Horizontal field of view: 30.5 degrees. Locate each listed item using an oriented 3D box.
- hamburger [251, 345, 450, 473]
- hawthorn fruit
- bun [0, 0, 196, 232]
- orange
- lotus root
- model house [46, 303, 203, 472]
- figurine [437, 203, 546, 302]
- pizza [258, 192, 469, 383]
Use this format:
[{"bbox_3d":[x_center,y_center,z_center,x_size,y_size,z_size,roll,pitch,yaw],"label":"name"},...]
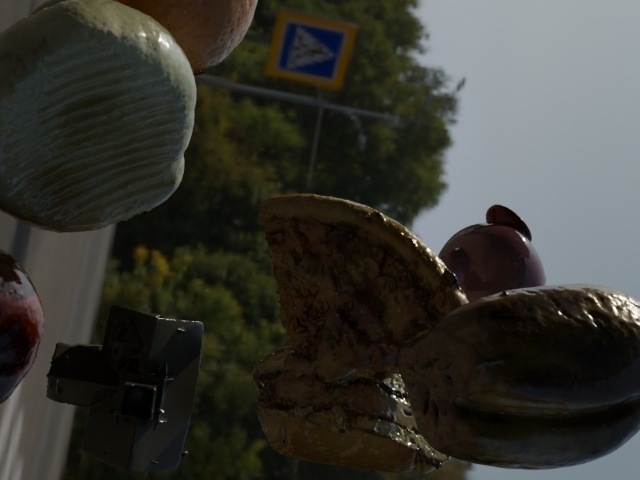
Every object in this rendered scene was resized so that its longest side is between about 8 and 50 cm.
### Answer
[{"bbox_3d":[0.040,0.255,1.715,0.245,0.282,0.155,-28,-142,37],"label":"hamburger"},{"bbox_3d":[-0.528,0.102,1.669,0.300,0.254,0.254,44,-53,54],"label":"hawthorn fruit"},{"bbox_3d":[-0.358,-0.194,1.697,0.219,0.365,0.365,46,-48,43],"label":"bun"},{"bbox_3d":[-0.267,-0.442,1.940,0.293,0.340,0.341,107,-11,-65],"label":"orange"},{"bbox_3d":[0.235,0.142,1.196,0.193,0.291,0.193,175,-90,-71],"label":"lotus root"},{"bbox_3d":[-0.265,0.198,1.582,0.243,0.204,0.211,180,-80,-84],"label":"model house"},{"bbox_3d":[0.247,0.059,1.734,0.173,0.173,0.173,-171,-90,-81],"label":"figurine"},{"bbox_3d":[0.040,0.078,1.417,0.226,0.335,0.086,-52,168,1],"label":"pizza"}]
